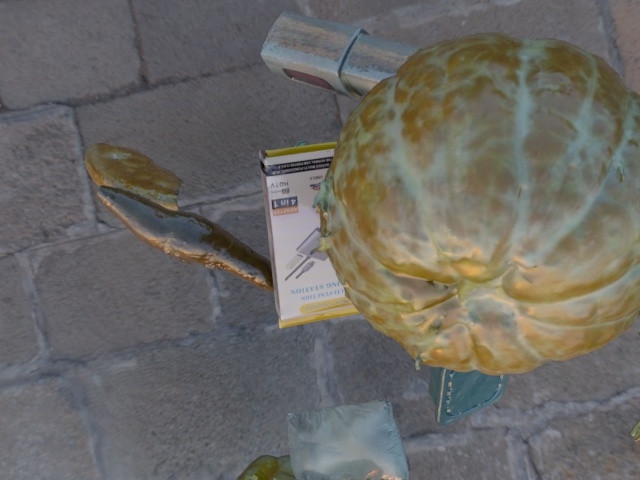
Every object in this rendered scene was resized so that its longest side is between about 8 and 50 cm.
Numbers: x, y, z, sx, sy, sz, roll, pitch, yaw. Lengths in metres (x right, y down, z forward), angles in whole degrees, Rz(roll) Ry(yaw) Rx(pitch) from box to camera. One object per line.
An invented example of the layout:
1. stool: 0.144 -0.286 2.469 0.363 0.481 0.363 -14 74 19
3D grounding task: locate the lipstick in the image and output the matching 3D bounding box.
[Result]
1. lipstick: 0.046 -0.219 0.829 0.252 0.079 0.078 24 84 33

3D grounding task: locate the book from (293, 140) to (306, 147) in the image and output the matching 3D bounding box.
1. book: -0.051 -0.104 1.252 0.017 0.135 0.103 24 57 32

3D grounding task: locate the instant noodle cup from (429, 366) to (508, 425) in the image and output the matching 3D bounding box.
1. instant noodle cup: 0.261 0.232 1.199 0.157 0.070 0.179 -18 129 -23

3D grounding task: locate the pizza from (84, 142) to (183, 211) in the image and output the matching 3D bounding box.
1. pizza: -0.345 -0.115 1.246 0.270 0.134 0.056 25 118 19

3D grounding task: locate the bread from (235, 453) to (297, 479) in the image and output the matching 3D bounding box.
1. bread: -0.076 0.730 1.782 0.341 0.300 0.210 19 113 9

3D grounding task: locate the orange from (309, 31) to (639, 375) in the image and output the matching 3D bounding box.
1. orange: 0.158 -0.020 0.614 0.328 0.249 0.330 11 133 12

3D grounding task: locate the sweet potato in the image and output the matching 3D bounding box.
1. sweet potato: -0.154 0.002 0.845 0.273 0.067 0.067 29 91 -17

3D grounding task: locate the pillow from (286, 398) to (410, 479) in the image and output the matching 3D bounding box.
1. pillow: 0.035 0.325 1.056 0.229 0.050 0.128 -19 77 38

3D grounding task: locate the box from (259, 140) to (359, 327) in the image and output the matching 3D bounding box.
1. box: 0.000 0.000 0.837 0.129 0.033 0.248 -10 115 -12

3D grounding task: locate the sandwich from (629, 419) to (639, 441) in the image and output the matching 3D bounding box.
1. sandwich: 0.673 0.376 1.359 0.083 0.031 0.044 -23 120 4
